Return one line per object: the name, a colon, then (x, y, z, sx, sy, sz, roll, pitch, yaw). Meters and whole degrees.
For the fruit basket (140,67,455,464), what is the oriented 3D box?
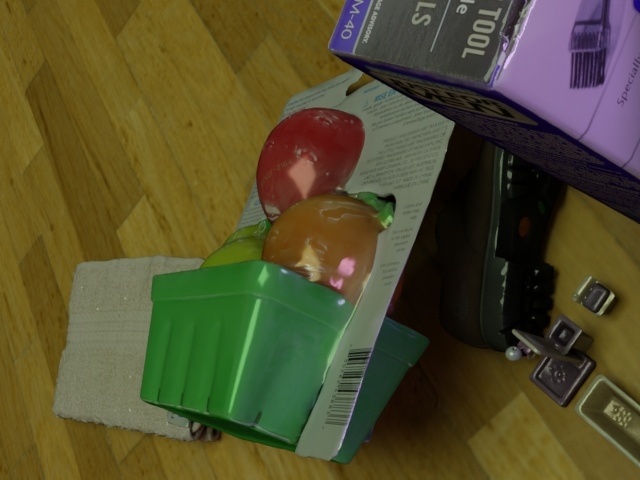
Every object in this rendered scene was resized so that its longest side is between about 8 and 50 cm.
fruit basket: (0.000, 0.000, 0.734, 0.327, 0.165, 0.353, -11, 49, 59)

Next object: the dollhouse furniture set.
dollhouse furniture set: (0.183, 0.086, 0.586, 0.114, 0.081, 0.091, 44, 107, 42)

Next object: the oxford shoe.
oxford shoe: (0.128, -0.032, 0.678, 0.096, 0.082, 0.227, 3, 78, 48)

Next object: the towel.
towel: (-0.198, 0.113, 0.959, 0.282, 0.049, 0.187, -5, 73, 42)

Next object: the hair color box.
hair color box: (0.179, -0.117, 0.473, 0.110, 0.338, 0.185, 24, 94, 45)
